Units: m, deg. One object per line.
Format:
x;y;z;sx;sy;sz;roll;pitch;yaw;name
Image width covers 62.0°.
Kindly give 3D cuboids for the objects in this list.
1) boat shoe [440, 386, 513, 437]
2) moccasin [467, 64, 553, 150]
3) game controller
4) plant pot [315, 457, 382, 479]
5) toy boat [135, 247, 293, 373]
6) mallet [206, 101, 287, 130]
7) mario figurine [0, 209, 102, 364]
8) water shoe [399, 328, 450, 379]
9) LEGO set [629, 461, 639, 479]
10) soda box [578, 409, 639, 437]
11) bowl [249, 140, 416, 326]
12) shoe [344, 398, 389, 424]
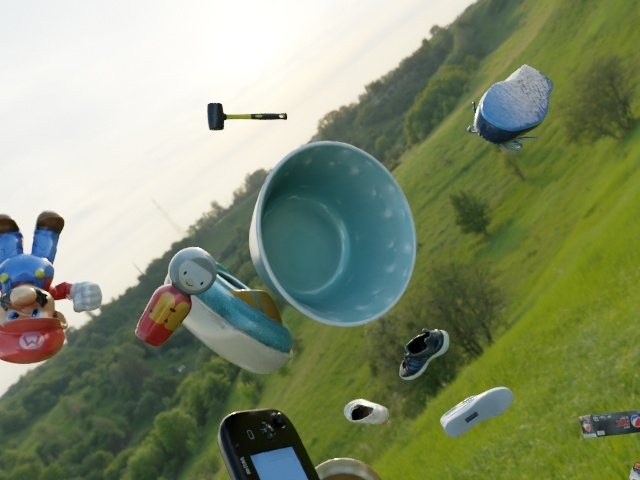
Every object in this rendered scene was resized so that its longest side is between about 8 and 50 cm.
0.516;0.557;1.782;0.258;0.095;0.084;-26;11;-1;boat shoe
0.394;-0.253;1.090;0.342;0.137;0.117;-36;-17;-45;moccasin
-0.042;0.392;0.771;0.067;0.319;0.166;-40;-30;12;game controller
0.061;0.689;1.390;0.236;0.236;0.032;-39;2;3;plant pot
-0.163;0.104;0.869;0.148;0.267;0.318;-57;-21;0;toy boat
-0.169;-0.294;1.223;0.189;0.063;0.039;-13;6;-21;mallet
-0.513;0.064;0.935;0.198;0.321;0.170;-29;-36;5;mario figurine
0.242;0.282;1.350;0.203;0.080;0.073;-56;25;39;water shoe
0.923;0.655;1.381;0.060;0.244;0.182;-51;-23;-23;LEGO set
0.739;0.455;1.322;0.168;0.053;0.060;-2;-23;-8;soda box
0.000;0.000;0.940;0.311;0.312;0.163;-45;13;-30;bowl
0.131;0.539;1.683;0.219;0.058;0.077;-23;52;57;shoe
